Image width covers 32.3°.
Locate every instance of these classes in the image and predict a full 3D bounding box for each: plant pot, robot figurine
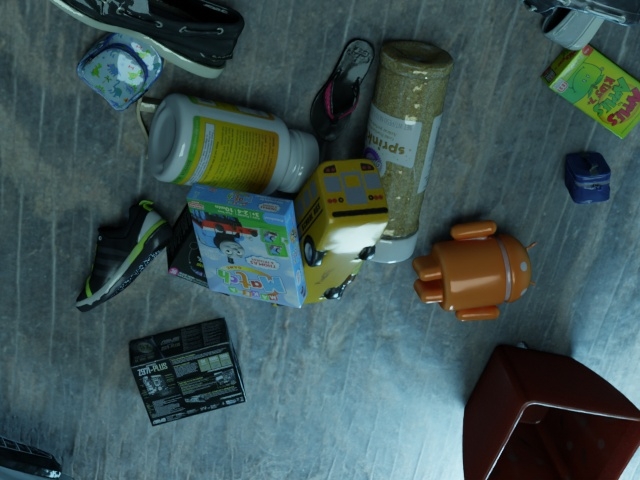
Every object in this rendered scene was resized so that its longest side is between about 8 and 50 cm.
[{"bbox_3d":[0.413,0.349,2.095,0.267,0.236,0.267,12,118,-18],"label":"plant pot"},{"bbox_3d":[0.274,0.054,1.943,0.219,0.158,0.128,-7,163,-6],"label":"robot figurine"}]

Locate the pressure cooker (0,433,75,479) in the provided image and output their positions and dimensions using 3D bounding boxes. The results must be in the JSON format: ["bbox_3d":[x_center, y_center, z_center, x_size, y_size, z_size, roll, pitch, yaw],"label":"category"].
[{"bbox_3d":[-0.651,0.506,1.895,0.420,0.375,0.370,33,114,-28],"label":"pressure cooker"}]

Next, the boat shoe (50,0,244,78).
[{"bbox_3d":[-0.255,-0.349,1.568,0.340,0.127,0.113,27,124,-28],"label":"boat shoe"}]

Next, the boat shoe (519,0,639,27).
[{"bbox_3d":[0.338,-0.385,1.652,0.301,0.108,0.102,12,119,2],"label":"boat shoe"}]

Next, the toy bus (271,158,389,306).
[{"bbox_3d":[0.000,0.000,1.793,0.108,0.130,0.333,-6,159,-22],"label":"toy bus"}]

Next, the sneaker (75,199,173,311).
[{"bbox_3d":[-0.340,0.021,1.842,0.234,0.084,0.097,-43,88,20],"label":"sneaker"}]

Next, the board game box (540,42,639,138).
[{"bbox_3d":[0.465,-0.254,1.835,0.181,0.043,0.092,29,112,-26],"label":"board game box"}]

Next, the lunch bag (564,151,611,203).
[{"bbox_3d":[0.458,-0.110,1.892,0.067,0.098,0.065,-7,121,-1],"label":"lunch bag"}]

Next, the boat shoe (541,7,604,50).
[{"bbox_3d":[0.419,-0.402,1.709,0.081,0.079,0.228,13,122,-24],"label":"boat shoe"}]

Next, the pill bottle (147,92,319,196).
[{"bbox_3d":[-0.132,-0.140,1.718,0.245,0.136,0.136,9,121,-31],"label":"pill bottle"}]

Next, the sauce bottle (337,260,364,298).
[{"bbox_3d":[0.049,0.046,1.942,0.042,0.042,0.128,17,116,-21],"label":"sauce bottle"}]

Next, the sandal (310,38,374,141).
[{"bbox_3d":[0.035,-0.235,1.760,0.067,0.040,0.179,14,118,-20],"label":"sandal"}]

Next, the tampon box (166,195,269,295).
[{"bbox_3d":[-0.167,-0.014,1.823,0.120,0.101,0.161,22,115,-23],"label":"tampon box"}]

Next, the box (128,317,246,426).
[{"bbox_3d":[-0.238,0.236,1.983,0.180,0.077,0.147,-15,124,-2],"label":"box"}]

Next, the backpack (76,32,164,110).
[{"bbox_3d":[-0.292,-0.260,1.646,0.114,0.084,0.105,-41,110,13],"label":"backpack"}]

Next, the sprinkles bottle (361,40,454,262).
[{"bbox_3d":[0.125,-0.140,1.792,0.121,0.121,0.355,2,121,-13],"label":"sprinkles bottle"}]

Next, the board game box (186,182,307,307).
[{"bbox_3d":[-0.110,0.011,1.697,0.160,0.039,0.211,10,140,17],"label":"board game box"}]

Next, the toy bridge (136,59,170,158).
[{"bbox_3d":[-0.255,-0.210,1.726,0.063,0.026,0.188,8,120,-15],"label":"toy bridge"}]
